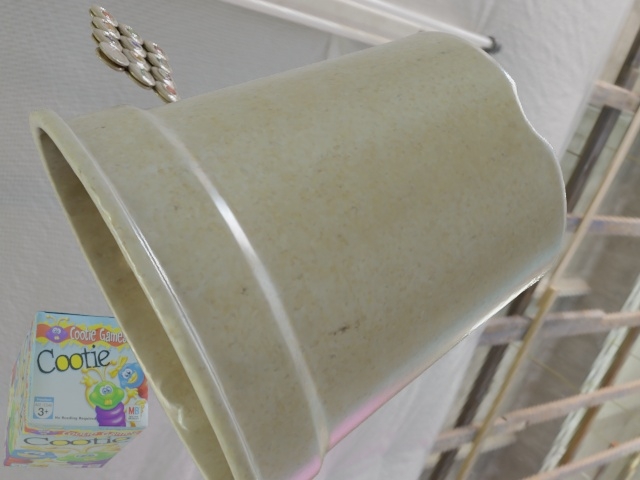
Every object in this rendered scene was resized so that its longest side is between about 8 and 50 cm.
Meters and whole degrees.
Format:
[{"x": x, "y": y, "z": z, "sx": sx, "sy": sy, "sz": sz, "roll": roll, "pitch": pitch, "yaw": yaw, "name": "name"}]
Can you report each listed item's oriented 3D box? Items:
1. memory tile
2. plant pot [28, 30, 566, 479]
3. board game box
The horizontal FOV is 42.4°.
[{"x": -0.209, "y": -0.210, "z": 0.929, "sx": 0.113, "sy": 0.148, "sz": 0.012, "roll": 31, "pitch": -69, "yaw": -35, "name": "memory tile"}, {"x": 0.000, "y": 0.000, "z": 0.627, "sx": 0.306, "sy": 0.334, "sz": 0.333, "roll": -27, "pitch": -46, "yaw": -18, "name": "plant pot"}, {"x": -0.331, "y": 0.210, "z": 1.104, "sx": 0.144, "sy": 0.142, "sz": 0.275, "roll": 7, "pitch": -27, "yaw": -24, "name": "board game box"}]
